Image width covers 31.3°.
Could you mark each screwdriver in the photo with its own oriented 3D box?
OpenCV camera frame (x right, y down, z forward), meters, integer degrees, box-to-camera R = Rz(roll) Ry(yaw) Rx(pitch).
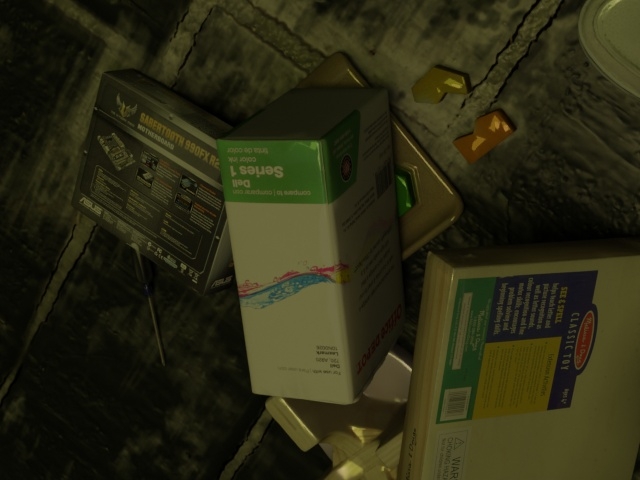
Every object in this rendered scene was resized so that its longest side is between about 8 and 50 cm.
[{"bbox_3d":[-0.217,0.082,1.450,0.025,0.024,0.169,22,126,49],"label":"screwdriver"}]

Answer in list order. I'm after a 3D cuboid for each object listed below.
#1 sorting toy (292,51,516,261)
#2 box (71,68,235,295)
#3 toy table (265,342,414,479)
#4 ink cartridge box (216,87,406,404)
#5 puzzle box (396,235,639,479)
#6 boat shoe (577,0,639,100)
[{"bbox_3d":[0.049,-0.088,1.259,0.307,0.041,0.229,-38,89,29],"label":"sorting toy"},{"bbox_3d":[-0.179,-0.071,1.333,0.231,0.056,0.183,31,117,25],"label":"box"},{"bbox_3d":[0.052,0.240,1.301,0.274,0.161,0.252,39,118,6],"label":"toy table"},{"bbox_3d":[0.000,0.000,1.179,0.117,0.201,0.278,2,112,21],"label":"ink cartridge box"},{"bbox_3d":[0.213,0.196,1.177,0.052,0.272,0.408,-138,50,-58],"label":"puzzle box"},{"bbox_3d":[0.355,-0.150,0.976,0.367,0.156,0.135,37,106,36],"label":"boat shoe"}]
